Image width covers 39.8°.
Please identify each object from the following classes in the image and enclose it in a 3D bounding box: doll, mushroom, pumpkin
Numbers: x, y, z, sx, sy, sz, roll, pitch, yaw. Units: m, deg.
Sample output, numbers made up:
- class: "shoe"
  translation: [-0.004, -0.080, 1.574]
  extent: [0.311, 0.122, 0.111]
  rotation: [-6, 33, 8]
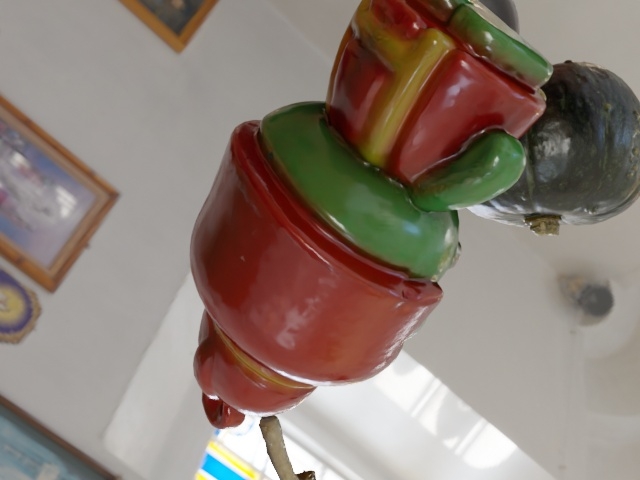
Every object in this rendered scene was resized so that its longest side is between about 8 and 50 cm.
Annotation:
- class: "doll"
  translation: [0.001, 0.000, 0.587]
  extent: [0.183, 0.160, 0.363]
  rotation: [55, -52, 37]
- class: "mushroom"
  translation: [-0.040, 0.298, 1.182]
  extent: [0.061, 0.187, 0.060]
  rotation: [-9, -149, 16]
- class: "pumpkin"
  translation: [0.198, -0.079, 0.774]
  extent: [0.190, 0.146, 0.190]
  rotation: [-12, -173, 1]

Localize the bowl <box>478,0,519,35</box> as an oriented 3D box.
- class: "bowl"
  translation: [0.154, -0.263, 1.126]
  extent: [0.189, 0.189, 0.086]
  rotation: [-42, -170, 17]
